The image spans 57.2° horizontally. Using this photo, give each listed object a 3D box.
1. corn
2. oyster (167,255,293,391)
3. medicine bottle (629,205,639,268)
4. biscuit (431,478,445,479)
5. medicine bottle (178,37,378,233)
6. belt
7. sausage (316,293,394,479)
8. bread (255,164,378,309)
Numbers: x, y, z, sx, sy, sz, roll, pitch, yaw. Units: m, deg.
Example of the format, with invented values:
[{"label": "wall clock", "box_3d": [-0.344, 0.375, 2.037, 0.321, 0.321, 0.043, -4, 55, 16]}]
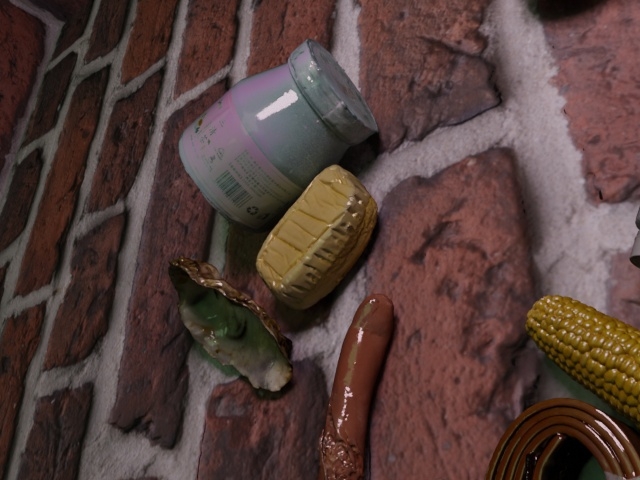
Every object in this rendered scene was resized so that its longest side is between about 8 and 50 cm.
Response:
[{"label": "corn", "box_3d": [0.328, 0.140, 0.603, 0.260, 0.091, 0.091, 41, 138, 47]}, {"label": "oyster", "box_3d": [-0.183, 0.105, 1.043, 0.111, 0.204, 0.396, -32, 37, -28]}, {"label": "medicine bottle", "box_3d": [0.394, -0.029, 0.645, 0.080, 0.080, 0.130, 16, 79, 46]}, {"label": "biscuit", "box_3d": [0.007, 0.403, 0.716, 0.426, 0.144, 0.079, -33, 50, 22]}, {"label": "medicine bottle", "box_3d": [-0.066, -0.186, 1.046, 0.290, 0.245, 0.245, -36, 47, 19]}, {"label": "belt", "box_3d": [0.257, 0.294, 0.573, 0.184, 0.105, 0.262, -15, 54, 39]}, {"label": "sausage", "box_3d": [0.048, 0.221, 0.828, 0.078, 0.078, 0.305, -5, 63, 41]}, {"label": "bread", "box_3d": [0.000, 0.000, 0.972, 0.236, 0.106, 0.140, -52, 42, 6]}]
